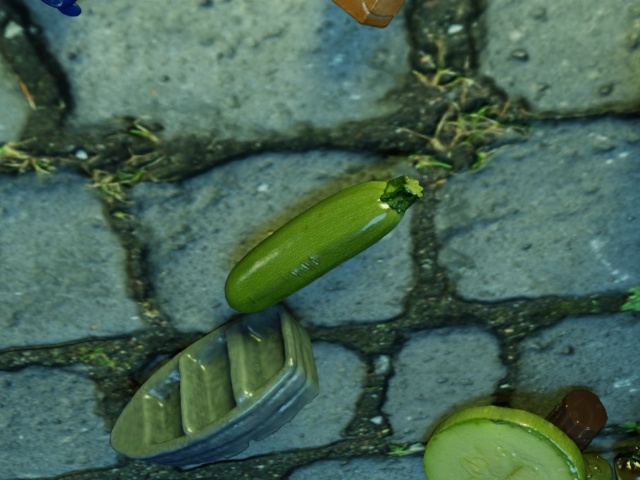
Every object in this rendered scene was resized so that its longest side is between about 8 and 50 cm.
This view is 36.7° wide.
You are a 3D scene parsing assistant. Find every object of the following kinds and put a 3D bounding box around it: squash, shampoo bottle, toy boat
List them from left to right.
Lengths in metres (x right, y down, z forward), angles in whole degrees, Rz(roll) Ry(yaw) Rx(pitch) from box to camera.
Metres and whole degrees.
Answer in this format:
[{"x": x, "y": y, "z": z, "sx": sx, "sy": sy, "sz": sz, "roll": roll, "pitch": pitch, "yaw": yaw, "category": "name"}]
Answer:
[{"x": -0.126, "y": 0.179, "z": 1.100, "sx": 0.283, "sy": 0.127, "sz": 0.078, "roll": -33, "pitch": 138, "yaw": 24, "category": "toy boat"}, {"x": 0.000, "y": 0.000, "z": 0.959, "sx": 0.252, "sy": 0.066, "sz": 0.066, "roll": -32, "pitch": 132, "yaw": 27, "category": "squash"}, {"x": 0.244, "y": 0.310, "z": 1.287, "sx": 0.219, "sy": 0.041, "sz": 0.219, "roll": 12, "pitch": 129, "yaw": 16, "category": "squash"}, {"x": 0.307, "y": 0.292, "z": 1.319, "sx": 0.068, "sy": 0.067, "sz": 0.236, "roll": 17, "pitch": 135, "yaw": -5, "category": "shampoo bottle"}]

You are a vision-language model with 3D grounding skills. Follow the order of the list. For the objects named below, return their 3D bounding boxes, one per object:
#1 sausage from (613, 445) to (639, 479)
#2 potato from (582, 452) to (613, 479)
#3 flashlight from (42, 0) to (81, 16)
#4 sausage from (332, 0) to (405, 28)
[{"x": 0.490, "y": 0.405, "z": 1.461, "sx": 0.082, "sy": 0.082, "sz": 0.371, "roll": -16, "pitch": 136, "yaw": 11, "category": "sausage"}, {"x": 0.345, "y": 0.391, "z": 1.418, "sx": 0.117, "sy": 0.090, "sz": 0.225, "roll": 24, "pitch": 124, "yaw": -21, "category": "potato"}, {"x": -0.225, "y": -0.212, "z": 0.723, "sx": 0.121, "sy": 0.035, "sz": 0.057, "roll": 30, "pitch": 152, "yaw": -28, "category": "flashlight"}, {"x": 0.071, "y": -0.237, "z": 0.707, "sx": 0.065, "sy": 0.065, "sz": 0.169, "roll": 19, "pitch": 132, "yaw": -25, "category": "sausage"}]
